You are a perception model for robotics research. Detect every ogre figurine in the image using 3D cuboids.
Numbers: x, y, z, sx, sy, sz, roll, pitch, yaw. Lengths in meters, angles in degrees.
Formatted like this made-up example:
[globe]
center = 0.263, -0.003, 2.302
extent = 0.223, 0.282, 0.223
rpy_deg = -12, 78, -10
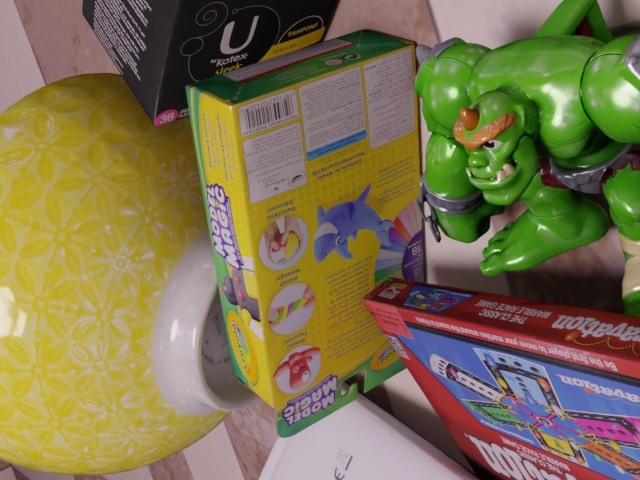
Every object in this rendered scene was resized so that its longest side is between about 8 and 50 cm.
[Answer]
[ogre figurine]
center = 0.107, -0.036, 0.399
extent = 0.118, 0.096, 0.197
rpy_deg = 61, 172, -27

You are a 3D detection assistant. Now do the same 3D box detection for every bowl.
[bowl]
center = -0.104, 0.039, 0.630
extent = 0.156, 0.289, 0.290
rpy_deg = 14, 125, 31

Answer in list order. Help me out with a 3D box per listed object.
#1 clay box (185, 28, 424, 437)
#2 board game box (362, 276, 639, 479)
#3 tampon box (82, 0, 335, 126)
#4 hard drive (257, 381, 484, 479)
[clay box]
center = 0.000, 0.000, 0.550
extent = 0.053, 0.127, 0.222
rpy_deg = 30, 134, 45
[board game box]
center = 0.122, 0.091, 0.437
extent = 0.145, 0.027, 0.281
rpy_deg = 56, 164, -14
[tampon box]
center = -0.058, -0.167, 0.529
extent = 0.101, 0.120, 0.161
rpy_deg = 55, 148, 19
[hard drive]
center = 0.034, 0.232, 0.582
extent = 0.318, 0.040, 0.210
rpy_deg = 25, 90, 61
